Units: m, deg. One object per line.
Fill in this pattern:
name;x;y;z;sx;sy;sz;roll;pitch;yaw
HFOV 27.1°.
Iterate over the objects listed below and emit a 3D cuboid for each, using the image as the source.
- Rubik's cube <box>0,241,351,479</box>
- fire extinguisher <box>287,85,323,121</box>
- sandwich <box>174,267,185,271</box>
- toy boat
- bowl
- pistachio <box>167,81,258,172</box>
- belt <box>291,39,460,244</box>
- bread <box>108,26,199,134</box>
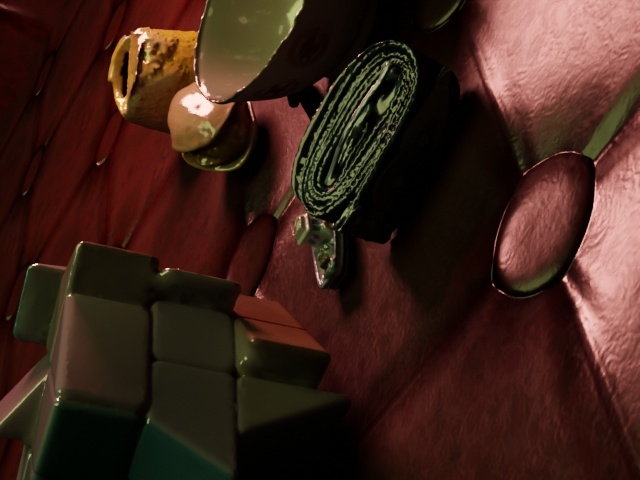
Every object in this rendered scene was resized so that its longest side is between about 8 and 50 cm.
Rubik's cube;-0.178;0.204;1.456;0.368;0.358;0.387;-95;24;-50
fire extinguisher;-0.024;-0.200;1.860;0.173;0.049;0.035;-115;7;-61
sandwich;-0.236;0.232;1.866;0.271;0.099;0.301;-50;31;46
toy boat;0.000;0.000;1.599;0.059;0.066;0.140;-55;24;35
bowl;-0.024;-0.319;1.814;0.337;0.158;0.337;-40;40;45
pistachio;-0.163;-0.177;2.040;0.144;0.144;0.215;-64;29;7
belt;0.069;-0.113;1.493;0.122;0.128;0.218;39;106;36
bread;-0.264;-0.284;2.311;0.197;0.171;0.197;-29;57;57
